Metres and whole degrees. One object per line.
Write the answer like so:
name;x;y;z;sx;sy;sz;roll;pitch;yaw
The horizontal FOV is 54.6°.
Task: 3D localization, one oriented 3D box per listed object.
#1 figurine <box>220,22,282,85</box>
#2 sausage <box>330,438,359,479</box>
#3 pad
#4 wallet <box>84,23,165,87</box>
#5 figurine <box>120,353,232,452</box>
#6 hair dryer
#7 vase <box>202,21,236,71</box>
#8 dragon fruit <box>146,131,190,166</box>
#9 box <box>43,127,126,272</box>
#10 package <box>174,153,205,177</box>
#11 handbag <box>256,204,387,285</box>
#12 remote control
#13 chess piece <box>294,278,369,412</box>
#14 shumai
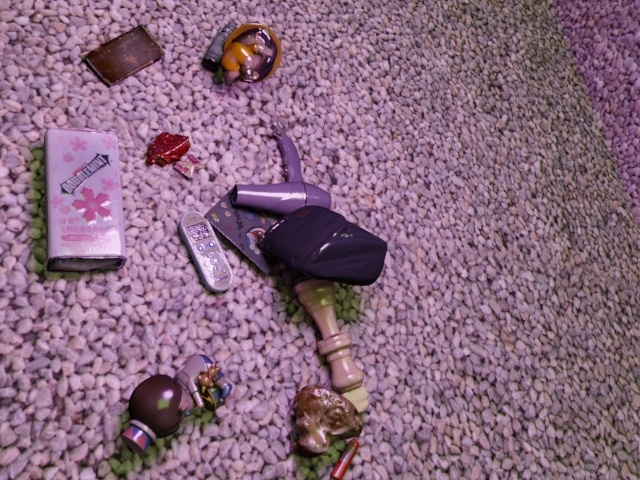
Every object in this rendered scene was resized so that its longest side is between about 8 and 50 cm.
figurine;-0.228;-0.588;1.954;0.167;0.192;0.257;49;21;-5
sausage;0.070;0.591;1.683;0.034;0.034;0.129;40;54;-6
pad;-0.208;-0.030;1.811;0.245;0.006;0.170;44;42;-7
wallet;-0.585;-0.553;1.860;0.122;0.031;0.232;49;56;-5
figurine;-0.353;0.388;1.481;0.275;0.161;0.158;-25;117;-32
hair dryer;-0.134;-0.226;1.925;0.300;0.121;0.361;5;55;-24
vase;-0.323;-0.640;2.024;0.059;0.060;0.212;28;57;-14
dragon fruit;-0.441;-0.249;1.794;0.097;0.063;0.131;17;54;17
box;-0.606;-0.100;1.589;0.190;0.112;0.370;-1;68;-28
package;-0.380;-0.219;1.817;0.059;0.029;0.083;39;44;1
handbag;0.002;-0.003;1.741;0.274;0.301;0.178;12;100;-34
remote control;-0.319;0.032;1.723;0.087;0.047;0.244;-21;79;-31
chess piece;0.044;0.296;1.757;0.117;0.117;0.397;-13;75;-32
shumai;0.004;0.489;1.620;0.209;0.161;0.153;50;49;-22
